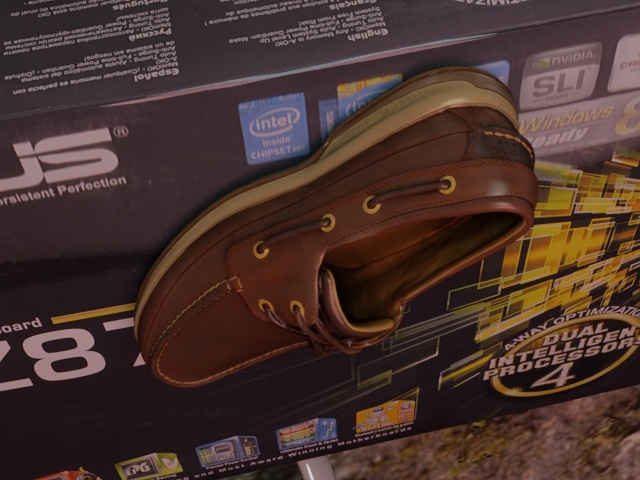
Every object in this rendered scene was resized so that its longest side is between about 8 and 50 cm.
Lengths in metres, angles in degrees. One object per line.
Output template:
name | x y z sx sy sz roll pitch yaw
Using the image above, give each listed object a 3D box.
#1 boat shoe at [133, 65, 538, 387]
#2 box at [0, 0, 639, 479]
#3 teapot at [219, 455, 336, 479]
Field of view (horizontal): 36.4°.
boat shoe | -0.001 0.010 0.350 0.178 0.060 0.064 -34 139 25
box | 0.000 0.000 0.469 0.395 0.097 0.318 -11 143 -6
teapot | -0.061 0.269 0.638 0.256 0.187 0.252 -45 146 -20
